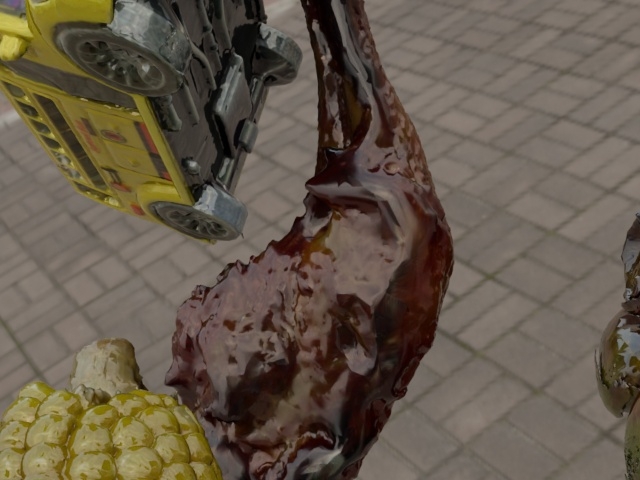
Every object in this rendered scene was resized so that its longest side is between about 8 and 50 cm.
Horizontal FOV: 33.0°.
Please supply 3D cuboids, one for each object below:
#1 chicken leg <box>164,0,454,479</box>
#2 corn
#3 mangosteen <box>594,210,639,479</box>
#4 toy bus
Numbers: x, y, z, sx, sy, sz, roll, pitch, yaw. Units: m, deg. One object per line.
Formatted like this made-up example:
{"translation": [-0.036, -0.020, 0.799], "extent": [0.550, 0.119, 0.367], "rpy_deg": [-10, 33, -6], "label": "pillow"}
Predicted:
{"translation": [0.000, 0.000, 0.628], "extent": [0.157, 0.407, 0.096], "rpy_deg": [13, 9, 12], "label": "chicken leg"}
{"translation": [-0.083, 0.192, 0.437], "extent": [0.119, 0.119, 0.322], "rpy_deg": [-16, 64, 13], "label": "corn"}
{"translation": [0.383, 0.156, 0.744], "extent": [0.381, 0.381, 0.421], "rpy_deg": [-32, 59, -13], "label": "mangosteen"}
{"translation": [-0.105, -0.117, 0.604], "extent": [0.152, 0.330, 0.144], "rpy_deg": [16, 73, 8], "label": "toy bus"}
